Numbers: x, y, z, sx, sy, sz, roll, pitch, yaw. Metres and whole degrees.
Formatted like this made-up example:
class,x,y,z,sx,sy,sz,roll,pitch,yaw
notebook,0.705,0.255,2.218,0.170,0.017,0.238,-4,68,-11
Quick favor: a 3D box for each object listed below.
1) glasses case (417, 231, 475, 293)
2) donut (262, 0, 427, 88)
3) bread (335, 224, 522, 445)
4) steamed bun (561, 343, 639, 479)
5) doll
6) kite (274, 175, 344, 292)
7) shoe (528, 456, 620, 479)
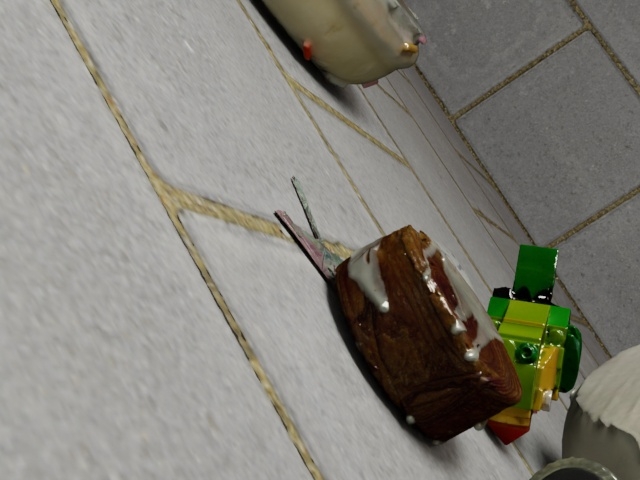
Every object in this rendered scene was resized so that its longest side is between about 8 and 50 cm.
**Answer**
class,x,y,z,sx,sy,sz,roll,pitch,yaw
glasses case,0.105,0.034,0.937,0.076,0.049,0.197,59,14,16
donut,-0.015,-0.362,1.278,0.383,0.142,0.383,51,13,-16
bread,0.077,0.066,0.709,0.160,0.073,0.160,51,13,-17
steamed bun,0.392,0.251,0.948,0.309,0.309,0.309,51,14,-18
doll,0.189,0.101,0.920,0.186,0.106,0.134,-51,148,-61
kite,-0.001,0.000,0.751,0.137,0.005,0.153,38,21,-55
shoe,0.233,0.269,0.731,0.228,0.099,0.112,60,7,24
